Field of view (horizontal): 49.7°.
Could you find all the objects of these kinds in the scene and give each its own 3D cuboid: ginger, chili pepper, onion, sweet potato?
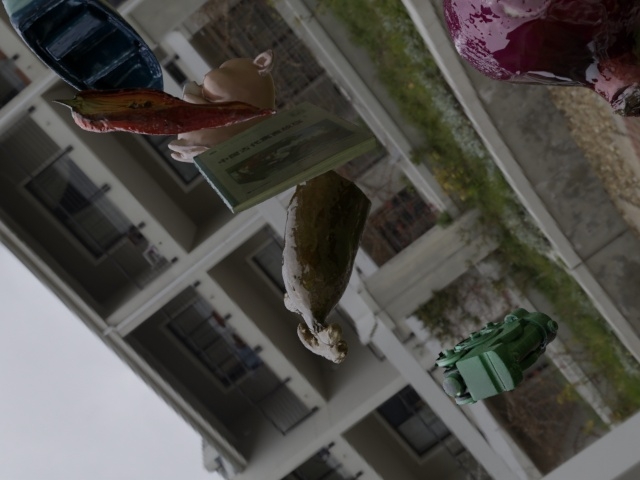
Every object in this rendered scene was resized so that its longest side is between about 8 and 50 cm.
[{"bbox_3d":[-0.004,0.174,1.457,0.149,0.065,0.258,32,154,24],"label":"ginger"},{"bbox_3d":[-0.126,-0.105,0.570,0.045,0.178,0.027,-107,19,-46],"label":"chili pepper"},{"bbox_3d":[0.371,-0.335,1.004,0.385,0.348,0.348,58,-172,13],"label":"onion"},{"bbox_3d":[0.000,0.000,1.307,0.158,0.158,0.369,45,-127,-46],"label":"sweet potato"}]

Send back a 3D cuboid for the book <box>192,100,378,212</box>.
[{"bbox_3d":[-0.063,-0.125,0.980,0.283,0.215,0.025,41,156,62],"label":"book"}]

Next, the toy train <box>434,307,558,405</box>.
[{"bbox_3d":[0.214,0.134,0.824,0.178,0.105,0.071,-22,-98,-48],"label":"toy train"}]

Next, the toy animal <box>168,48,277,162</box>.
[{"bbox_3d":[-0.214,-0.295,1.582,0.213,0.256,0.195,11,171,-1],"label":"toy animal"}]

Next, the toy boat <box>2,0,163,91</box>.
[{"bbox_3d":[-0.253,-0.220,0.795,0.061,0.096,0.299,54,-178,12],"label":"toy boat"}]
